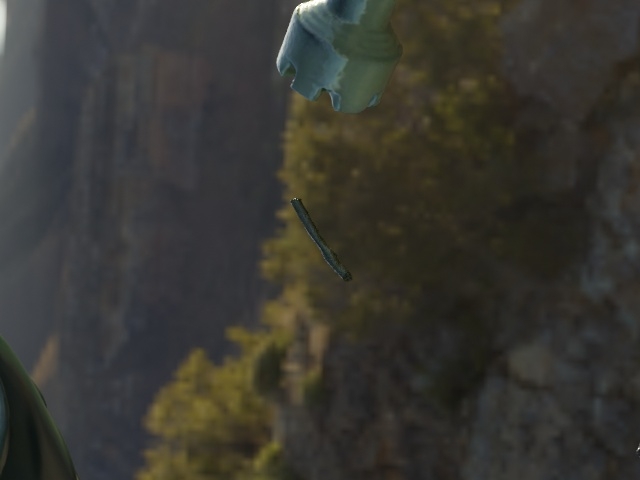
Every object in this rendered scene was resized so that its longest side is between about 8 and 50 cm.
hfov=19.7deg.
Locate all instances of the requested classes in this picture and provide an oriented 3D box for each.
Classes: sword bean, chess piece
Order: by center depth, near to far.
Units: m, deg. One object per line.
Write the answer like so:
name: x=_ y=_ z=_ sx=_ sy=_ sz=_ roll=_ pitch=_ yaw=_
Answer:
sword bean: x=0.000 y=0.000 z=1.490 sx=0.083 sy=0.012 sz=0.012 roll=56 pitch=161 yaw=17
chess piece: x=0.058 y=-0.285 z=1.886 sx=0.194 sy=0.194 sz=0.299 roll=-98 pitch=27 yaw=-57

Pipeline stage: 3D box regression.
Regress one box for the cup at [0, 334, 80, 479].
cup: x=-0.239 y=0.140 z=0.809 sx=0.257 sy=0.289 sz=0.219 roll=84 pitch=-165 yaw=-53

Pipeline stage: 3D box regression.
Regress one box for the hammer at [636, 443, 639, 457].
hammer: x=0.351 y=0.240 z=1.741 sx=0.182 sy=0.062 sz=0.017 roll=-109 pitch=-7 yaw=-45
